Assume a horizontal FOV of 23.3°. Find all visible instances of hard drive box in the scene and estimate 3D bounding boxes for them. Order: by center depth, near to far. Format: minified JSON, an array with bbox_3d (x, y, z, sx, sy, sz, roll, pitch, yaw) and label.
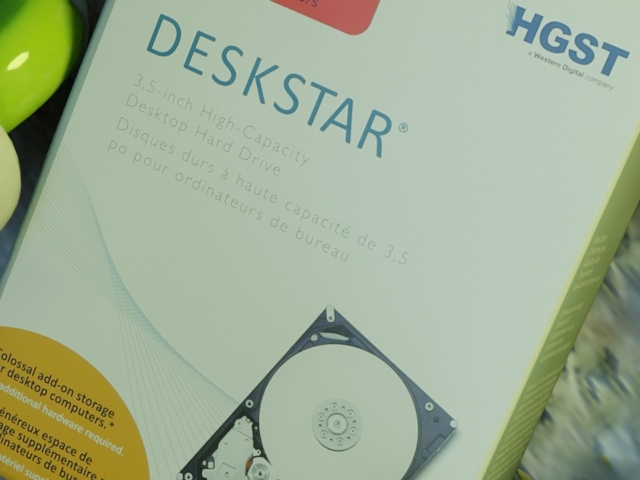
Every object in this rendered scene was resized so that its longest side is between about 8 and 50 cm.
[{"bbox_3d":[0.000,0.000,0.530,0.181,0.089,0.232,25,100,16],"label":"hard drive box"}]

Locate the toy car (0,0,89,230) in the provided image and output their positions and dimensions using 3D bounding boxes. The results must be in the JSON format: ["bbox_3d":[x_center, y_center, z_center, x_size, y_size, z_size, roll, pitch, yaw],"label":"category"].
[{"bbox_3d":[-0.176,-0.069,0.538,0.182,0.159,0.136,-13,124,19],"label":"toy car"}]
